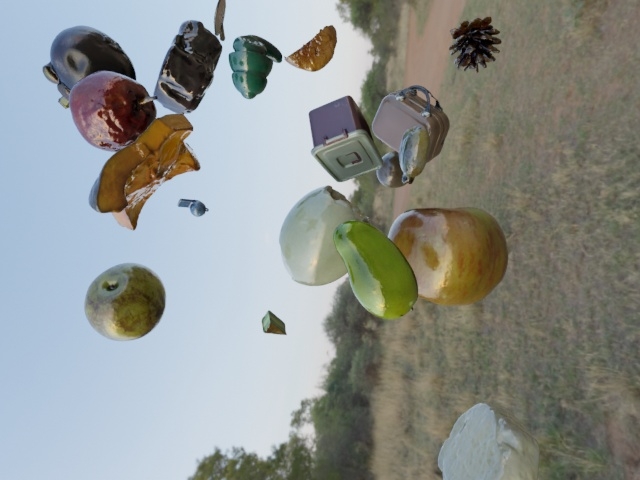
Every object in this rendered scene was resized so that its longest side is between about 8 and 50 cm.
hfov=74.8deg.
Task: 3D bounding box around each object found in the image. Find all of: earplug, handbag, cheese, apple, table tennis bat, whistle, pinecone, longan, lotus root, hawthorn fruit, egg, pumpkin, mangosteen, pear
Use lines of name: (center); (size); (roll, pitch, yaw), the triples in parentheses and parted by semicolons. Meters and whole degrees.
earplug: (-0.253, -0.665, 1.593); (0.257, 0.163, 0.281); (36, -118, -86)
handbag: (0.373, -0.485, 1.683); (0.149, 0.302, 0.283); (-29, -31, -32)
cheese: (0.456, 0.619, 1.168); (0.318, 0.115, 0.326); (-64, 3, -39)
apple: (0.421, 0.053, 1.418); (0.400, 0.399, 0.335); (-20, -73, -84)
table tennis bat: (-0.384, -0.839, 1.608); (0.234, 0.022, 0.131); (153, 133, -79)
whistle: (-0.654, -0.166, 2.172); (0.157, 0.090, 0.091); (2, -83, -40)
pinecone: (0.676, -0.845, 1.826); (0.202, 0.228, 0.202); (-154, 70, -64)
longan: (0.349, -0.329, 1.932); (0.187, 0.167, 0.168); (-49, -26, -35)
lotus root: (0.304, -0.276, 1.369); (0.113, 0.088, 0.192); (-112, 23, -60)
hawthorn fruit: (-0.575, -0.385, 1.212); (0.230, 0.265, 0.211); (46, -144, -46)
egg: (0.000, 0.000, 1.373); (0.336, 0.278, 0.278); (-52, 6, 20)
pumpkin: (-0.350, -0.140, 0.857); (0.258, 0.095, 0.290); (-52, 8, -17)
mangosteen: (-0.800, -0.569, 1.444); (0.302, 0.275, 0.275); (-39, 7, 15)
pear: (-0.665, 0.218, 1.453); (0.283, 0.283, 0.284); (7, -90, -84)

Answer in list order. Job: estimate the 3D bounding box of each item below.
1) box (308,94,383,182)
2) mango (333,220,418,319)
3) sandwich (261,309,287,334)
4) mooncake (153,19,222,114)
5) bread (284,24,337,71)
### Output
box: (0.084, -0.338, 1.409); (0.294, 0.193, 0.168); (32, -135, -65)
mango: (0.145, 0.073, 1.112); (0.175, 0.293, 0.143); (-30, -8, -29)
sandwich: (-0.179, 0.347, 1.759); (0.074, 0.116, 0.074); (-55, 36, 31)
mooncake: (-0.572, -0.723, 1.801); (0.350, 0.212, 0.382); (-25, 46, 50)
bread: (-0.023, -0.822, 1.854); (0.134, 0.260, 0.129); (57, -176, -11)
